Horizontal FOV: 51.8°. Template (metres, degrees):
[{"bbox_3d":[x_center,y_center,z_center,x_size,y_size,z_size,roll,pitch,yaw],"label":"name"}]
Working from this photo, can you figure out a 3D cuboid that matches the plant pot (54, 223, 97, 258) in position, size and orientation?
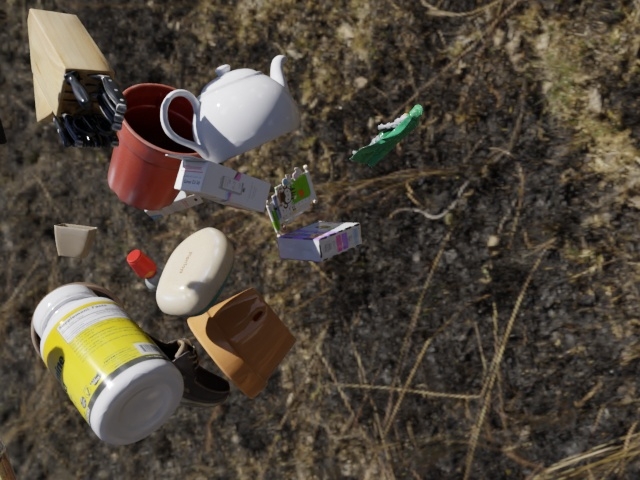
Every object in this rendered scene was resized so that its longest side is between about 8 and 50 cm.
[{"bbox_3d":[-0.777,0.003,2.086,0.109,0.109,0.096,-145,62,-81],"label":"plant pot"}]

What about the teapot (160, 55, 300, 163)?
[{"bbox_3d":[-0.181,-0.285,1.422,0.256,0.253,0.187,-63,-50,-72],"label":"teapot"}]

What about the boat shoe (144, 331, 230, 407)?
[{"bbox_3d":[-0.371,0.326,1.697,0.130,0.356,0.132,-57,34,7],"label":"boat shoe"}]

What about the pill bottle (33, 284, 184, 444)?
[{"bbox_3d":[-0.439,0.235,1.326,0.334,0.188,0.187,36,124,35],"label":"pill bottle"}]

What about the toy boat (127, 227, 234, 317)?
[{"bbox_3d":[-0.364,0.088,1.746,0.319,0.148,0.267,3,53,32],"label":"toy boat"}]

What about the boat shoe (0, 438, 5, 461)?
[{"bbox_3d":[-0.730,0.448,1.213,0.112,0.335,0.095,34,99,15],"label":"boat shoe"}]

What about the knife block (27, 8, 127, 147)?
[{"bbox_3d":[-0.414,-0.288,1.134,0.242,0.088,0.275,-6,90,50],"label":"knife block"}]

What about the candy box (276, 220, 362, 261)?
[{"bbox_3d":[0.000,0.000,1.949,0.165,0.196,0.070,4,108,41],"label":"candy box"}]

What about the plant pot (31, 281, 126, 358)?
[{"bbox_3d":[-0.734,0.242,1.973,0.229,0.263,0.262,11,102,61],"label":"plant pot"}]

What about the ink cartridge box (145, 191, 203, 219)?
[{"bbox_3d":[-0.492,-0.137,2.194,0.104,0.180,0.060,84,166,-77],"label":"ink cartridge box"}]

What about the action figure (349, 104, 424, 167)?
[{"bbox_3d":[0.196,-0.295,1.826,0.232,0.137,0.063,-36,74,29],"label":"action figure"}]

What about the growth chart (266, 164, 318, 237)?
[{"bbox_3d":[-0.101,-0.143,2.293,0.021,0.237,0.171,12,135,45],"label":"growth chart"}]

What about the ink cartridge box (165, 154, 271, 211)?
[{"bbox_3d":[-0.217,-0.117,1.352,0.115,0.198,0.067,9,83,51],"label":"ink cartridge box"}]

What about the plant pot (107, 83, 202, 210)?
[{"bbox_3d":[-0.451,-0.238,1.807,0.265,0.273,0.272,-54,48,40],"label":"plant pot"}]

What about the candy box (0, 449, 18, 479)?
[{"bbox_3d":[-0.757,0.663,1.582,0.316,0.088,0.183,65,160,8],"label":"candy box"}]

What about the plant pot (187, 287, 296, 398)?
[{"bbox_3d":[-0.205,0.272,1.862,0.291,0.203,0.291,50,173,8],"label":"plant pot"}]

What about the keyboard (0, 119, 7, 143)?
[{"bbox_3d":[-0.937,-0.331,1.824,0.192,0.100,0.038,118,141,-59],"label":"keyboard"}]
